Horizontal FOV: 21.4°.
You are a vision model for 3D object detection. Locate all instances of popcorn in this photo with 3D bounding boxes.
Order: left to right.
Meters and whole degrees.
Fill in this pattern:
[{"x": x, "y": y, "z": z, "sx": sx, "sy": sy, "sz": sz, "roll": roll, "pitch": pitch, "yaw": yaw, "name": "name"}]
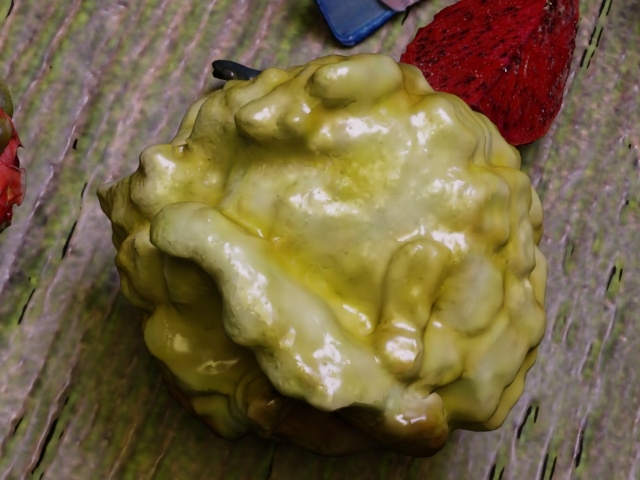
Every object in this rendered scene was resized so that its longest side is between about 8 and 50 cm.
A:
[{"x": -0.001, "y": 0.009, "z": 1.005, "sx": 0.293, "sy": 0.293, "sz": 0.237, "roll": 15, "pitch": 87, "yaw": -5, "name": "popcorn"}]

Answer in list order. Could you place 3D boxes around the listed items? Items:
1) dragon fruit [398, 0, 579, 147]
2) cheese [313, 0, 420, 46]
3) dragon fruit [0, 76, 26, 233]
[{"x": 0.111, "y": -0.110, "z": 1.161, "sx": 0.106, "sy": 0.083, "sz": 0.162, "roll": 3, "pitch": 46, "yaw": 36, "name": "dragon fruit"}, {"x": 0.114, "y": -0.242, "z": 1.169, "sx": 0.286, "sy": 0.189, "sz": 0.074, "roll": -37, "pitch": 44, "yaw": -4, "name": "cheese"}, {"x": -0.272, "y": -0.055, "z": 1.040, "sx": 0.166, "sy": 0.160, "sz": 0.172, "roll": -40, "pitch": 62, "yaw": 15, "name": "dragon fruit"}]
